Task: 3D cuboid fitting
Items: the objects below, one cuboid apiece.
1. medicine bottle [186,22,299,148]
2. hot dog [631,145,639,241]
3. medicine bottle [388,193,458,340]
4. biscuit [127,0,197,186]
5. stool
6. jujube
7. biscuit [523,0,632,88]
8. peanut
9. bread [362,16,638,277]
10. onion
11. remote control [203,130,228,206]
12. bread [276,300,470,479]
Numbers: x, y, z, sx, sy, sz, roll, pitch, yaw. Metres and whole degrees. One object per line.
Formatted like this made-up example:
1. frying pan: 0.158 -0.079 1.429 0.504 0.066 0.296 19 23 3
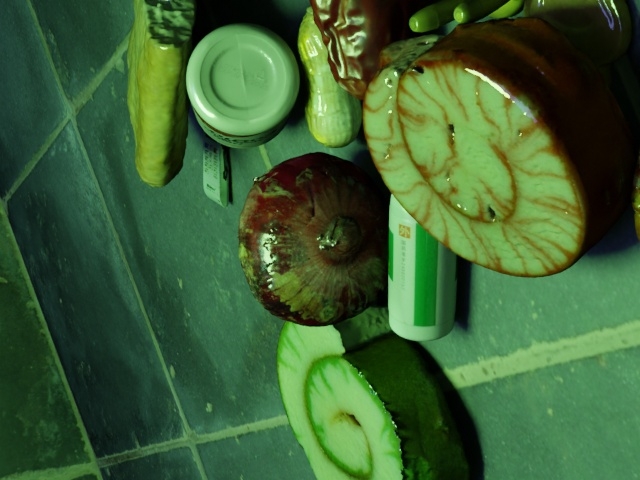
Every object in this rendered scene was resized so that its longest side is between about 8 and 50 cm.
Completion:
1. medicine bottle: -0.115 -0.220 1.658 0.289 0.157 0.157 164 87 -86
2. hot dog: 0.366 -0.073 1.091 0.131 0.069 0.252 30 130 50
3. medicine bottle: 0.138 0.005 1.485 0.095 0.095 0.260 35 134 46
4. biscuit: -0.260 -0.312 1.811 0.446 0.104 0.429 107 162 -54
5. stool: 0.163 -0.298 1.258 0.135 0.110 0.134 55 147 28
6. jujube: 0.062 -0.286 1.395 0.155 0.155 0.230 24 128 52
7. biscuit: 0.272 -0.250 1.188 0.144 0.040 0.236 36 133 52
8. peanut: 0.014 -0.229 1.566 0.087 0.087 0.206 24 128 52
9. bread: 0.198 -0.101 1.242 0.328 0.114 0.295 -1 124 58
10. onion: 0.000 0.000 1.556 0.190 0.246 0.246 -10 98 62
11. remote control: -0.186 -0.146 1.998 0.065 0.029 0.166 32 128 49
12. bread: 0.072 0.255 1.700 0.366 0.129 0.381 9 113 60
